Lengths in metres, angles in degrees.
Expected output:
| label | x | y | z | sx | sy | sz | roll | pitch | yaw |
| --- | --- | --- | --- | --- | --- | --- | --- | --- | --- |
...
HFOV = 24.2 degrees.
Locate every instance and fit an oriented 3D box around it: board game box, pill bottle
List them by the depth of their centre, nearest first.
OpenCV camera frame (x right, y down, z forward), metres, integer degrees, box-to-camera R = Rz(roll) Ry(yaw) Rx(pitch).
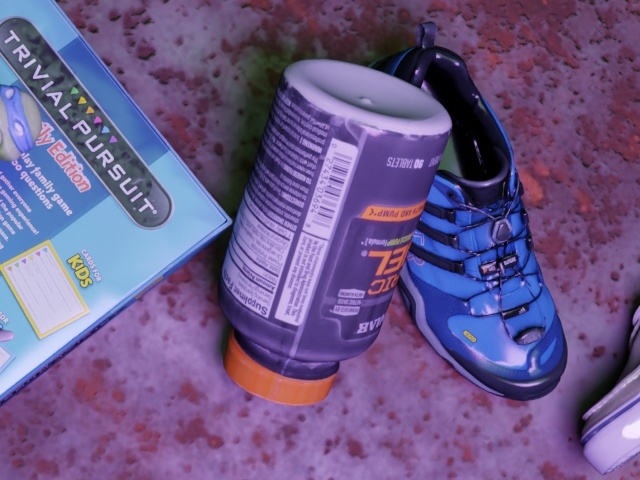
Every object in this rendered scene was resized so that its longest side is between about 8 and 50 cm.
| label | x | y | z | sx | sy | sz | roll | pitch | yaw |
| --- | --- | --- | --- | --- | --- | --- | --- | --- | --- |
| board game box | -0.276 | -0.006 | 1.100 | 0.336 | 0.079 | 0.254 | -38 | 90 | -17 |
| pill bottle | 0.000 | 0.000 | 1.109 | 0.130 | 0.130 | 0.245 | 14 | 113 | -11 |

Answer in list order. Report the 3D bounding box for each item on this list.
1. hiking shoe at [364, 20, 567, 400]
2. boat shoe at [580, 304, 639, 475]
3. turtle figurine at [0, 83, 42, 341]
| label | x | y | z | sx | sy | sz | roll | pitch | yaw |
| --- | --- | --- | --- | --- | --- | --- | --- | --- | --- |
| hiking shoe | 0.111 | -0.011 | 1.170 | 0.113 | 0.132 | 0.304 | -27 | 90 | -14 |
| boat shoe | 0.308 | 0.072 | 1.233 | 0.302 | 0.109 | 0.094 | -38 | 77 | -23 |
| turtle figurine | -0.323 | -0.049 | 0.934 | 0.266 | 0.274 | 0.197 | -16 | 117 | 7 |
